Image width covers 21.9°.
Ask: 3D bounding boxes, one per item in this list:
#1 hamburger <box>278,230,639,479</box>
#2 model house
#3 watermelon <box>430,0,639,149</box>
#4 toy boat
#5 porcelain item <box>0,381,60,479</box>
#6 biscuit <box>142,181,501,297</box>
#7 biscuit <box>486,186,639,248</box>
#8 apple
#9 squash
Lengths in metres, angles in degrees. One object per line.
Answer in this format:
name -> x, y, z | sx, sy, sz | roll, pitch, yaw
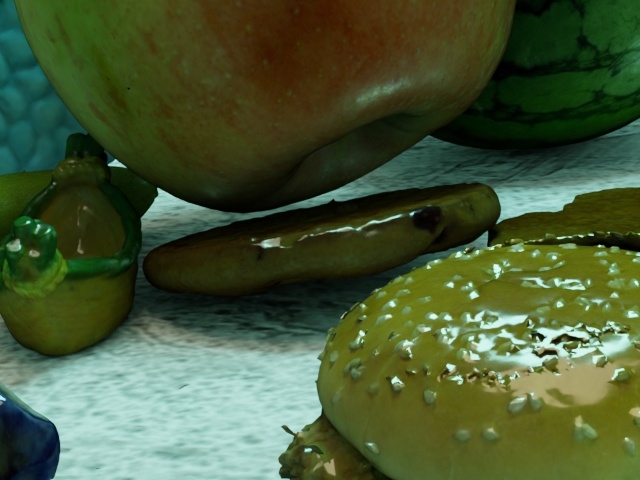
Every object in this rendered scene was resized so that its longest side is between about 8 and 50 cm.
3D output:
hamburger -> 0.078, 0.067, 0.595 | 0.191, 0.118, 0.182 | -10, 12, -5
model house -> -0.319, -0.103, 1.224 | 0.241, 0.226, 0.261 | -39, 22, -11
watermelon -> 0.160, -0.232, 1.295 | 0.363, 0.363, 0.363 | -4, 15, 1
toy boat -> -0.148, 0.000, 0.955 | 0.089, 0.088, 0.229 | -5, 15, 1
porcelain item -> -0.183, 0.102, 0.504 | 0.186, 0.138, 0.288 | 12, 20, 17
biscuit -> 0.000, 0.000, 0.965 | 0.212, 0.036, 0.212 | -12, 4, 1
biscuit -> 0.192, 0.010, 0.911 | 0.208, 0.041, 0.290 | -6, 10, -3
apple -> -0.027, -0.166, 1.023 | 0.319, 0.277, 0.319 | -19, -1, 0
squash -> -0.186, -0.016, 1.072 | 0.066, 0.066, 0.201 | 10, 20, 42
